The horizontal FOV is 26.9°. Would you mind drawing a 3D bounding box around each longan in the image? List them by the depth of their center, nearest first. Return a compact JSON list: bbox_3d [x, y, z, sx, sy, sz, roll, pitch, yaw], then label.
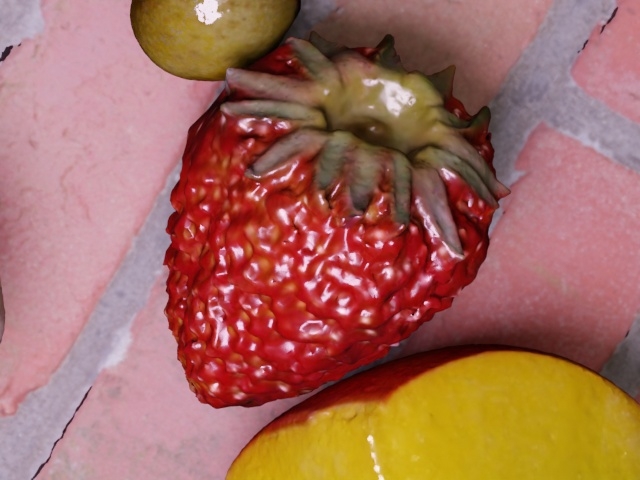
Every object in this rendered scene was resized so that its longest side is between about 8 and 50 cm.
[{"bbox_3d":[-0.104,-0.217,1.144,0.176,0.145,0.154,10,67,-5],"label":"longan"}]

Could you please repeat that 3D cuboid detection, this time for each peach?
[{"bbox_3d":[0.091,0.236,1.212,0.381,0.306,0.242,-8,69,-18],"label":"peach"}]

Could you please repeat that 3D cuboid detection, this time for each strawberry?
[{"bbox_3d":[0.002,0.000,1.166,0.292,0.292,0.343,15,140,-8],"label":"strawberry"}]

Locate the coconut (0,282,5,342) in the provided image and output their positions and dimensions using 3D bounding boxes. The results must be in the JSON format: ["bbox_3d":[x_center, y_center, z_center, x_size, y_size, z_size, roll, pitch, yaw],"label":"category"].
[{"bbox_3d":[-0.470,0.037,1.084,0.416,0.415,0.344,7,113,-7],"label":"coconut"}]
